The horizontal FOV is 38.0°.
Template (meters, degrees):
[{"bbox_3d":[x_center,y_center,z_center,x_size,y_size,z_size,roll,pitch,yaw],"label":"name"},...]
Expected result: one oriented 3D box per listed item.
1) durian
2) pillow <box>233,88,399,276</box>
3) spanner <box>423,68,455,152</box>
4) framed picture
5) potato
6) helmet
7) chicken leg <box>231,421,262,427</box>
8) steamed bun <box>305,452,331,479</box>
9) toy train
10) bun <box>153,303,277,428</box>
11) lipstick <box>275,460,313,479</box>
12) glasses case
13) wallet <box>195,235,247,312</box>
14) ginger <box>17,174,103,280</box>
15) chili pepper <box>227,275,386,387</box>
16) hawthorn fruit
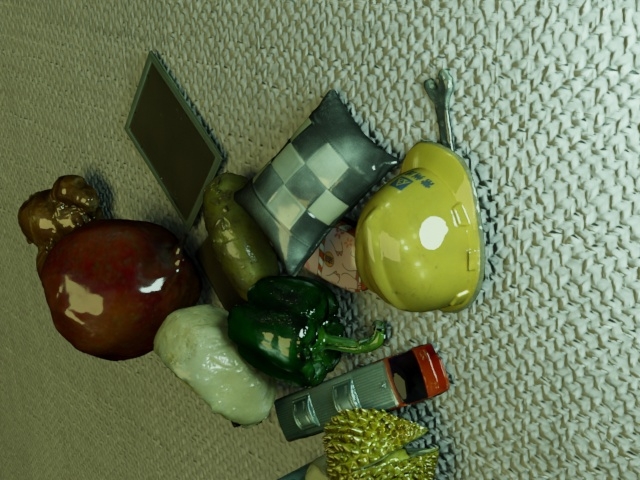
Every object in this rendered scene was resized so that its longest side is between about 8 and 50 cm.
[{"bbox_3d":[0.080,0.375,1.490,0.193,0.137,0.237,20,148,3],"label":"durian"},{"bbox_3d":[-0.010,-0.091,1.440,0.250,0.106,0.186,-46,61,17],"label":"pillow"},{"bbox_3d":[0.180,-0.112,1.298,0.054,0.015,0.254,7,110,53],"label":"spanner"},{"bbox_3d":[-0.295,-0.198,1.863,0.296,0.019,0.232,56,140,21],"label":"framed picture"},{"bbox_3d":[-0.143,0.000,1.662,0.149,0.113,0.251,177,80,-80],"label":"potato"},{"bbox_3d":[0.117,0.001,1.308,0.205,0.140,0.257,32,133,51],"label":"helmet"},{"bbox_3d":[-0.193,0.301,1.910,0.234,0.063,0.105,50,134,29],"label":"chicken leg"},{"bbox_3d":[0.035,0.442,1.653,0.130,0.091,0.112,46,133,34],"label":"steamed bun"},{"bbox_3d":[0.055,0.262,1.559,0.409,0.089,0.086,-32,74,53],"label":"toy train"},{"bbox_3d":[-0.178,0.212,1.706,0.152,0.259,0.259,-48,57,1],"label":"bun"},{"bbox_3d":[-0.065,0.464,1.734,0.048,0.158,0.048,25,123,44],"label":"lipstick"},{"bbox_3d":[0.000,0.000,1.529,0.267,0.067,0.103,26,117,43],"label":"glasses case"},{"bbox_3d":[-0.176,0.084,1.821,0.198,0.031,0.110,60,141,14],"label":"wallet"},{"bbox_3d":[-0.569,0.007,2.199,0.274,0.152,0.357,-32,80,33],"label":"ginger"},{"bbox_3d":[-0.022,0.156,1.543,0.261,0.165,0.173,13,121,33],"label":"chili pepper"},{"bbox_3d":[-0.403,0.095,1.924,0.308,0.325,0.308,-8,-90,-87],"label":"hawthorn fruit"}]
